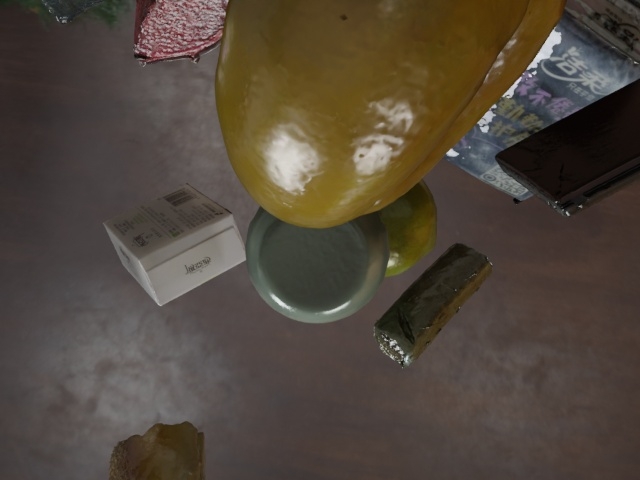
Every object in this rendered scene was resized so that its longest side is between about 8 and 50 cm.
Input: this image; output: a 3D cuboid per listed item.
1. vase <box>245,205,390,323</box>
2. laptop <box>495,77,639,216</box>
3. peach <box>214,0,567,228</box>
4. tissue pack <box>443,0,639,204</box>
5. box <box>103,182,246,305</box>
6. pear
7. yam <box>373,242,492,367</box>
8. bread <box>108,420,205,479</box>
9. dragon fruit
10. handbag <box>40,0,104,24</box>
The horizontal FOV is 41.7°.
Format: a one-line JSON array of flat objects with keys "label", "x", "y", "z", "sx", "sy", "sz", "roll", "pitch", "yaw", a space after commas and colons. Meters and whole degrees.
[{"label": "vase", "x": 0.000, "y": 0.000, "z": 0.807, "sx": 0.128, "sy": 0.248, "sz": 0.128, "roll": 0, "pitch": 97, "yaw": 2}, {"label": "laptop", "x": 0.298, "y": -0.103, "z": 0.857, "sx": 0.207, "sy": 0.154, "sz": 0.026, "roll": -27, "pitch": 117, "yaw": -3}, {"label": "peach", "x": 0.039, "y": -0.115, "z": 0.498, "sx": 0.153, "sy": 0.251, "sz": 0.251, "roll": 33, "pitch": 106, "yaw": 16}, {"label": "tissue pack", "x": 0.292, "y": -0.199, "z": 1.140, "sx": 0.259, "sy": 0.361, "sz": 0.122, "roll": 28, "pitch": 61, "yaw": -12}, {"label": "box", "x": -0.284, "y": -0.001, "z": 1.625, "sx": 0.194, "sy": 0.260, "sz": 0.111, "roll": -28, "pitch": 120, "yaw": -17}, {"label": "pear", "x": 0.091, "y": -0.054, "z": 1.673, "sx": 0.321, "sy": 0.269, "sz": 0.269, "roll": 3, "pitch": 109, "yaw": -33}, {"label": "yam", "x": 0.109, "y": 0.061, "z": 0.825, "sx": 0.132, "sy": 0.054, "sz": 0.054, "roll": -45, "pitch": 99, "yaw": -12}, {"label": "bread", "x": -0.286, "y": 0.474, "z": 1.467, "sx": 0.171, "sy": 0.192, "sz": 0.314, "roll": 2, "pitch": 139, "yaw": -16}, {"label": "dragon fruit", "x": -0.205, "y": -0.402, "z": 1.377, "sx": 0.161, "sy": 0.126, "sz": 0.274, "roll": 10, "pitch": 142, "yaw": -25}, {"label": "handbag", "x": -0.424, "y": -0.450, "z": 1.268, "sx": 0.089, "sy": 0.270, "sz": 0.175, "roll": -29, "pitch": 59, "yaw": 10}]
